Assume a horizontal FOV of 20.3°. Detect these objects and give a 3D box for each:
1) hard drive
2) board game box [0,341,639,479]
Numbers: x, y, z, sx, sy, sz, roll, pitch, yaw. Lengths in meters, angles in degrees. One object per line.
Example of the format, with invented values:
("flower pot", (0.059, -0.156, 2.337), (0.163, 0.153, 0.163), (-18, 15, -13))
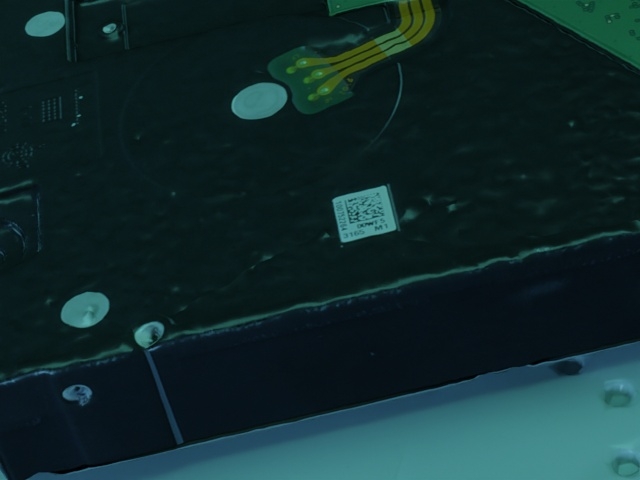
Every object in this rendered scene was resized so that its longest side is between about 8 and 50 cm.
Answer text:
("hard drive", (0.032, -0.044, 0.694), (0.339, 0.064, 0.237), (-14, 43, 2))
("board game box", (0.000, 0.000, 0.740), (0.390, 0.050, 0.390), (-6, 44, 9))
